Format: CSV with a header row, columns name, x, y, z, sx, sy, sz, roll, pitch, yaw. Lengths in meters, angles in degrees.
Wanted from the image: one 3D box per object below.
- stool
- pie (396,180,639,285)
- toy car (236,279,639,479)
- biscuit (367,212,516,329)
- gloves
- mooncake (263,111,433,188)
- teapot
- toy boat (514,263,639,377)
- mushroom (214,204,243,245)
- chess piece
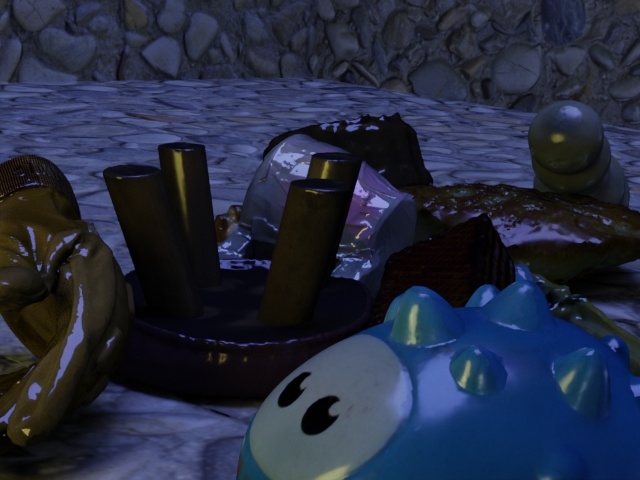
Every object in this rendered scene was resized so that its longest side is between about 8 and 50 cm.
name,x,y,z,sx,sy,sz,roll,pitch,yaw
stool,-0.072,0.018,1.126,0.272,0.179,0.272,3,13,-1
pie,0.246,-0.012,1.560,0.354,0.103,0.288,11,14,25
toy car,0.080,0.115,0.723,0.255,0.190,0.188,-2,15,-19
biscuit,0.102,0.067,1.052,0.106,0.070,0.252,-25,17,19
gloves,-0.213,0.053,0.954,0.141,0.154,0.331,18,24,-25
mooncake,0.034,-0.100,1.721,0.228,0.124,0.228,-12,-3,-1
teapot,0.004,-0.014,1.350,0.178,0.163,0.221,21,16,24
toy boat,0.211,0.099,1.106,0.111,0.084,0.276,3,15,-19
mushroom,-0.096,0.003,1.483,0.060,0.061,0.187,8,16,-10
chess piece,0.340,-0.102,1.705,0.133,0.133,0.243,10,-18,22
